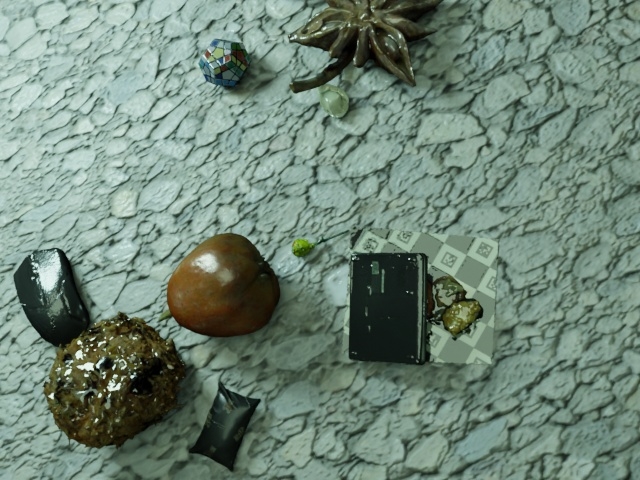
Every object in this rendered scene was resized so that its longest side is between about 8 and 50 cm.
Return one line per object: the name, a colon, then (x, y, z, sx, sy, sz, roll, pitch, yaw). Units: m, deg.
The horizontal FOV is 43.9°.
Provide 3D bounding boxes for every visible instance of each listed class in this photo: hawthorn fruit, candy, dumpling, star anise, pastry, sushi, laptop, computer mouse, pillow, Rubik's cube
hawthorn fruit: (-0.204, 0.103, 1.518, 0.251, 0.199, 0.199, -26, 72, 18)
candy: (0.000, 0.000, 1.578, 0.123, 0.035, 0.035, -20, 33, -2)
dumpling: (0.030, -0.289, 1.639, 0.059, 0.043, 0.077, -32, 55, -15)
star anise: (0.091, -0.430, 1.628, 0.293, 0.109, 0.349, 11, 70, 19)
pastry: (-0.386, 0.275, 1.519, 0.275, 0.192, 0.274, -9, 49, 10)
sushi: (0.184, 0.101, 1.504, 0.290, 0.050, 0.263, 3, 77, 13)
laptop: (0.124, 0.125, 1.474, 0.154, 0.026, 0.207, 0, 87, 27)
computer mouse: (-0.556, 0.117, 1.638, 0.122, 0.073, 0.217, -29, 71, 3)
pillow: (-0.182, 0.354, 1.516, 0.091, 0.048, 0.150, 19, 85, 24)
Rubik's cube: (-0.202, -0.376, 1.679, 0.093, 0.111, 0.111, -32, 70, -23)
